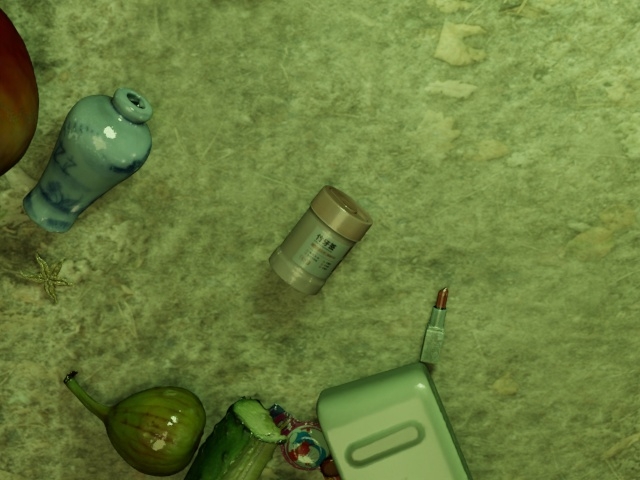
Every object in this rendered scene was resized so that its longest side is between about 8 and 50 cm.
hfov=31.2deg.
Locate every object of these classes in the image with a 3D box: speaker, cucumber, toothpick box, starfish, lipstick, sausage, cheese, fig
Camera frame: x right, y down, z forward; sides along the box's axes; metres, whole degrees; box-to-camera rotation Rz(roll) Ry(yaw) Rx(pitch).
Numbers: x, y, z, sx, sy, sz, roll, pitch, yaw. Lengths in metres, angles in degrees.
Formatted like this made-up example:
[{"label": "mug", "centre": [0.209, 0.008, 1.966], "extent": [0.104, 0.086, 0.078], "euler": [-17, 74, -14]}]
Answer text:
[{"label": "speaker", "centre": [0.151, 0.405, 1.827], "extent": [0.184, 0.183, 0.406], "euler": [-22, 91, 5]}, {"label": "cucumber", "centre": [-0.181, 0.409, 1.887], "extent": [0.105, 0.145, 0.325], "euler": [16, 112, -34]}, {"label": "toothpick box", "centre": [0.000, 0.000, 1.797], "extent": [0.098, 0.098, 0.149], "euler": [37, 106, -5]}, {"label": "starfish", "centre": [-0.452, 0.064, 1.895], "extent": [0.092, 0.016, 0.086], "euler": [6, 104, -3]}, {"label": "lipstick", "centre": [0.188, 0.134, 1.852], "extent": [0.030, 0.030, 0.129], "euler": [11, 105, 2]}, {"label": "sausage", "centre": [0.040, 0.429, 1.927], "extent": [0.050, 0.048, 0.145], "euler": [-2, 128, 28]}, {"label": "cheese", "centre": [-0.036, 0.332, 1.920], "extent": [0.145, 0.038, 0.095], "euler": [41, 104, -8]}, {"label": "fig", "centre": [-0.320, 0.294, 1.884], "extent": [0.259, 0.151, 0.151], "euler": [17, 106, 4]}]

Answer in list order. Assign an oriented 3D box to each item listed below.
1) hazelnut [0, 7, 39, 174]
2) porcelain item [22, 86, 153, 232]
[{"label": "hazelnut", "centre": [-0.620, -0.202, 1.675], "extent": [0.410, 0.359, 0.359], "euler": [-3, 105, 14]}, {"label": "porcelain item", "centre": [-0.359, -0.127, 1.778], "extent": [0.141, 0.141, 0.259], "euler": [42, 113, -7]}]
